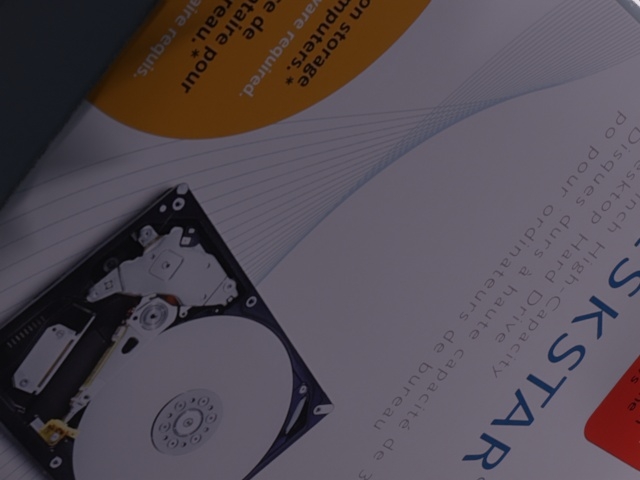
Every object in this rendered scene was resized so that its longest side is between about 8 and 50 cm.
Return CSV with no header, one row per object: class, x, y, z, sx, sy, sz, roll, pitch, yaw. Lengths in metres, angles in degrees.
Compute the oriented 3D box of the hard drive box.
hard drive box,0.000,0.000,0.435,0.232,0.181,0.089,31,9,-46
